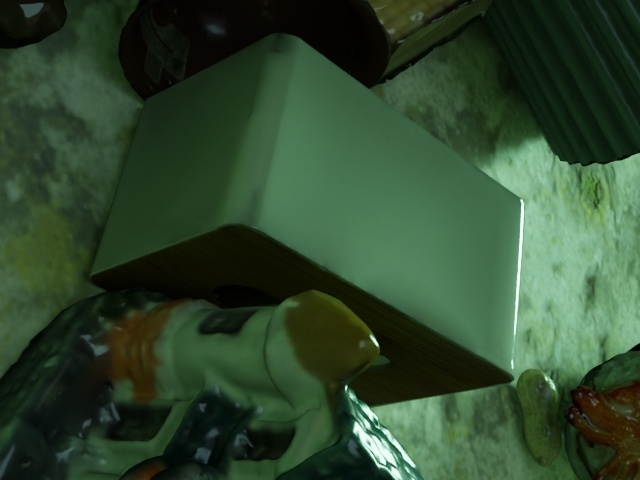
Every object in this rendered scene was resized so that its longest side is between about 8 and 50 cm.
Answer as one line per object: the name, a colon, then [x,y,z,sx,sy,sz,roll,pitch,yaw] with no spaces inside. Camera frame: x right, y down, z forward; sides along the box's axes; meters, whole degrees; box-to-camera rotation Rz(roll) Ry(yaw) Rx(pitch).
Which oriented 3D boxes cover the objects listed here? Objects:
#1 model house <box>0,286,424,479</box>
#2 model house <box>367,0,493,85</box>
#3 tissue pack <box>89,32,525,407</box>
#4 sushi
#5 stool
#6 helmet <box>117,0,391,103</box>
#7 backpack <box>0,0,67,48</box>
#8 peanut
model house: [-0.038,0.148,0.592,0.190,0.301,0.271,54,47,-29]
model house: [0.043,-0.223,0.877,0.183,0.166,0.172,-38,90,-28]
tissue pack: [0.001,-0.001,0.760,0.246,0.159,0.135,30,58,-34]
sushi: [0.323,0.149,1.047,0.332,0.130,0.124,-13,85,-56]
stool: [0.246,-0.280,0.990,0.330,0.297,0.297,54,48,-14]
helmet: [-0.041,-0.156,0.765,0.155,0.175,0.106,57,30,-53]
backpack: [-0.155,-0.310,0.657,0.378,0.201,0.353,-22,93,-37]
peanut: [0.186,0.151,0.982,0.037,0.037,0.083,3,83,-44]
